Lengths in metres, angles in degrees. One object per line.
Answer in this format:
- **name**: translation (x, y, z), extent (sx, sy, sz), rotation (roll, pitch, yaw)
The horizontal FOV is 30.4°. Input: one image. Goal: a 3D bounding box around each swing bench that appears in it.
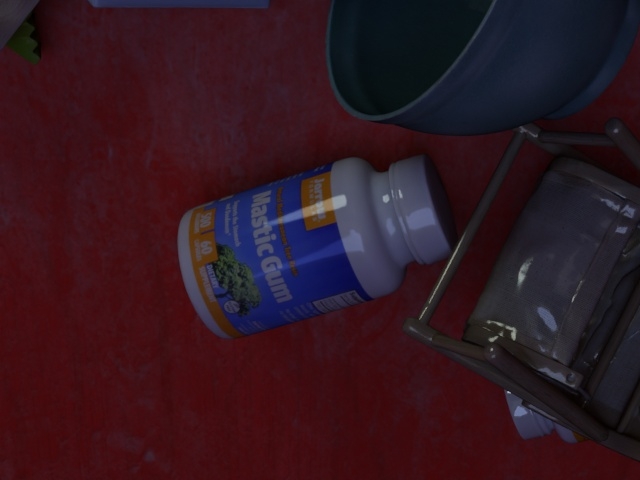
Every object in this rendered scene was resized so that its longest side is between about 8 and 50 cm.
- **swing bench**: translation (0.265, 0.047, 1.158), extent (0.254, 0.165, 0.253), rotation (33, 82, -27)

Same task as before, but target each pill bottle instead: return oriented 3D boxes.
- **pill bottle**: translation (0.313, 0.151, 1.283), extent (0.215, 0.117, 0.117), rotation (-18, 110, 15)
- **pill bottle**: translation (0.000, 0.000, 1.246), extent (0.272, 0.152, 0.152), rotation (-18, 110, 16)

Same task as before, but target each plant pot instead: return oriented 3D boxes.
- **plant pot**: translation (0.165, -0.221, 1.077), extent (0.196, 0.293, 0.293), rotation (16, 118, -28)

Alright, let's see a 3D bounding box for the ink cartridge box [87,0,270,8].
- **ink cartridge box**: translation (-0.126, -0.375, 1.106), extent (0.186, 0.065, 0.311), rotation (-5, 115, -25)

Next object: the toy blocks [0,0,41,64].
- **toy blocks**: translation (-0.354, -0.370, 1.121), extent (0.381, 0.191, 0.261), rotation (35, 107, -28)
